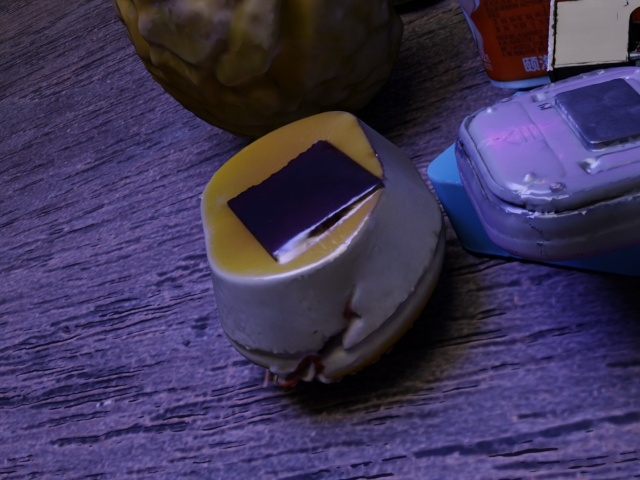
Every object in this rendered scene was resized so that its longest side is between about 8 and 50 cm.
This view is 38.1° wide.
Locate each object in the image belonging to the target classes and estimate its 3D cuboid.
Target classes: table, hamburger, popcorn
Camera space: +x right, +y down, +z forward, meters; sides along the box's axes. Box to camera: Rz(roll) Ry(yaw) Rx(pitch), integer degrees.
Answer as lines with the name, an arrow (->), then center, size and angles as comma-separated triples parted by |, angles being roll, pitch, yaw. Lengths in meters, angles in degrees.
table -> 0.247, -0.165, 0.810 | 0.082, 0.083, 0.070 | -1, 73, 24
hamburger -> 0.000, 0.000, 0.872 | 0.227, 0.151, 0.295 | -29, 29, 8
popcorn -> -0.081, -0.290, 1.057 | 0.344, 0.390, 0.354 | 12, 31, 20

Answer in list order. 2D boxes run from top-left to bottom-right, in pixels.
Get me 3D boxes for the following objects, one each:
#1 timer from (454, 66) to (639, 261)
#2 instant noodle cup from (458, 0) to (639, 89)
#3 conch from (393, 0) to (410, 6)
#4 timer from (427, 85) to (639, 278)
timer -> 0.203, -0.066, 0.696 | 0.190, 0.069, 0.208 | -16, 27, 3
instant noodle cup -> 0.233, -0.333, 0.913 | 0.293, 0.308, 0.294 | -19, 23, 9
conch -> 0.120, -0.364, 1.290 | 0.170, 0.079, 0.106 | -26, 26, 38
timer -> 0.249, -0.094, 0.841 | 0.231, 0.091, 0.250 | 8, 49, 45
